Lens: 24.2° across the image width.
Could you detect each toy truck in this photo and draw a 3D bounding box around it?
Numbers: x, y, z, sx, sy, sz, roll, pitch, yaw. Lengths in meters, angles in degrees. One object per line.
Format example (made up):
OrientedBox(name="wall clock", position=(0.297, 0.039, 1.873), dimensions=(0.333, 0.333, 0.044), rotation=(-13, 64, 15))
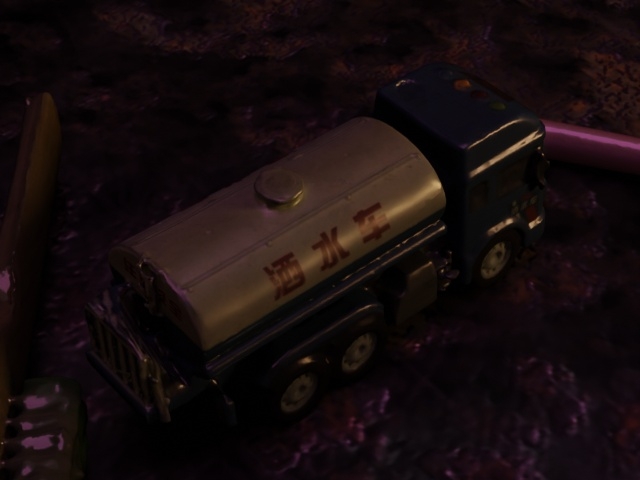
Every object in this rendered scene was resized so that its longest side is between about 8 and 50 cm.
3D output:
OrientedBox(name="toy truck", position=(0.000, 0.000, 0.589), dimensions=(0.201, 0.088, 0.074), rotation=(-30, 49, -27))

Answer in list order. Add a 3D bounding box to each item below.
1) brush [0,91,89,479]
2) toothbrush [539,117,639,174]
OrientedBox(name="brush", position=(-0.110, 0.048, 0.569), dimensions=(0.048, 0.054, 0.282), rotation=(3, 43, -7))
OrientedBox(name="toothbrush", position=(0.165, -0.032, 0.666), dimensions=(0.286, 0.020, 0.025), rotation=(12, 52, 15))
